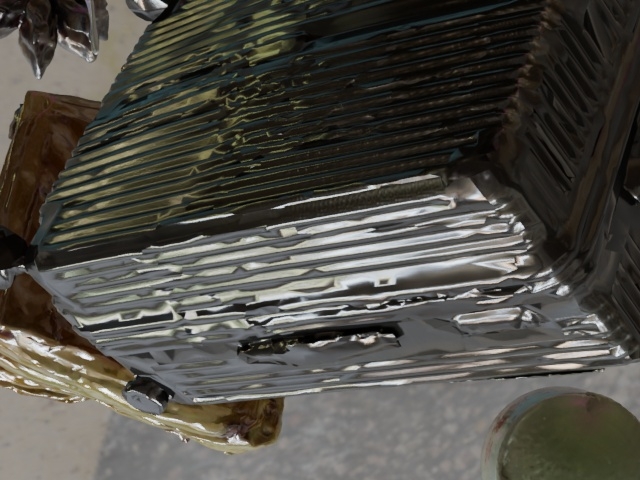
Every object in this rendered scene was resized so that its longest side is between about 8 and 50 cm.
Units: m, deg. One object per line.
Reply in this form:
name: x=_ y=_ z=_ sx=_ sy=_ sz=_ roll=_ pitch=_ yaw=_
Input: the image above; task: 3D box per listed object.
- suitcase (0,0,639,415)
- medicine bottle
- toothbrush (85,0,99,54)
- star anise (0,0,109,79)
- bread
suitcase: x=0.016 y=-0.048 z=0.747 sx=0.335 sy=0.152 sz=0.230 roll=-10 pitch=46 yaw=43
medicine bottle: x=0.220 y=0.205 z=1.353 sx=0.147 sy=0.143 sz=0.147 roll=0 pitch=85 yaw=1
toothbrush: x=-0.249 y=-0.251 z=1.619 sx=0.011 sy=0.013 sz=0.131 roll=124 pitch=142 yaw=-48
star anise: x=-0.382 y=-0.337 z=2.036 sx=0.236 sy=0.223 sz=0.109 roll=29 pitch=127 yaw=-16
bread: x=-0.175 y=0.036 z=1.402 sx=0.167 sy=0.324 sz=0.277 roll=-23 pitch=52 yaw=54
